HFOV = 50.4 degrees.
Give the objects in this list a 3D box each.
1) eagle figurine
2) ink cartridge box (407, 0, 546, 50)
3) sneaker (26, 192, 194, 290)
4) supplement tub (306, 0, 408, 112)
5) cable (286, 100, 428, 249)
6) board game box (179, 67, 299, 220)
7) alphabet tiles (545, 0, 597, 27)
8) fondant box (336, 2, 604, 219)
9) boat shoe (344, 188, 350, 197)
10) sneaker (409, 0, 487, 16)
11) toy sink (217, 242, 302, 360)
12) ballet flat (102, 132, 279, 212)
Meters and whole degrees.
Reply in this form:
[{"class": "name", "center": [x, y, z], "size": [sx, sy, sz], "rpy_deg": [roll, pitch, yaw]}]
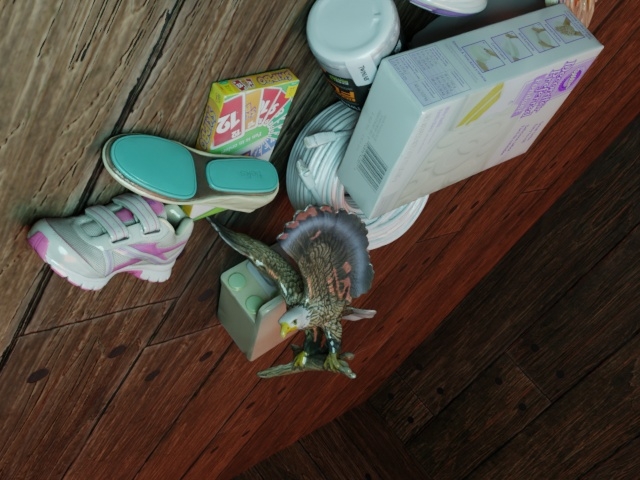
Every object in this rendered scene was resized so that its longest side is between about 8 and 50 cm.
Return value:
[{"class": "eagle figurine", "center": [-0.027, 0.074, 1.062], "size": [0.226, 0.298, 0.225], "rpy_deg": [-17, -168, -8]}, {"class": "ink cartridge box", "center": [0.273, -0.280, 1.196], "size": [0.226, 0.131, 0.306], "rpy_deg": [-39, 161, -6]}, {"class": "sneaker", "center": [-0.254, -0.013, 0.856], "size": [0.111, 0.103, 0.252], "rpy_deg": [-52, 164, 15]}, {"class": "supplement tub", "center": [0.059, -0.244, 0.903], "size": [0.117, 0.117, 0.190], "rpy_deg": [-42, 159, 2]}, {"class": "cable", "center": [0.068, -0.104, 1.098], "size": [0.257, 0.089, 0.257], "rpy_deg": [-28, 128, -21]}, {"class": "board game box", "center": [-0.122, -0.121, 0.953], "size": [0.124, 0.039, 0.259], "rpy_deg": [-23, 155, -38]}, {"class": "alphabet tiles", "center": [0.399, -0.434, 1.040], "size": [0.284, 0.021, 0.278], "rpy_deg": [-66, 149, -15]}, {"class": "fondant box", "center": [0.204, -0.180, 0.961], "size": [0.330, 0.096, 0.238], "rpy_deg": [-25, 158, -26]}, {"class": "boat shoe", "center": [0.094, -0.139, 1.221], "size": [0.267, 0.096, 0.088], "rpy_deg": [-13, 148, -34]}, {"class": "sneaker", "center": [0.223, -0.402, 0.937], "size": [0.305, 0.114, 0.152], "rpy_deg": [-28, 136, -31]}, {"class": "toy sink", "center": [-0.100, 0.104, 1.305], "size": [0.152, 0.131, 0.234], "rpy_deg": [-31, 160, -26]}, {"class": "ballet flat", "center": [-0.167, -0.076, 0.863], "size": [0.248, 0.086, 0.086], "rpy_deg": [8, 130, -39]}]
